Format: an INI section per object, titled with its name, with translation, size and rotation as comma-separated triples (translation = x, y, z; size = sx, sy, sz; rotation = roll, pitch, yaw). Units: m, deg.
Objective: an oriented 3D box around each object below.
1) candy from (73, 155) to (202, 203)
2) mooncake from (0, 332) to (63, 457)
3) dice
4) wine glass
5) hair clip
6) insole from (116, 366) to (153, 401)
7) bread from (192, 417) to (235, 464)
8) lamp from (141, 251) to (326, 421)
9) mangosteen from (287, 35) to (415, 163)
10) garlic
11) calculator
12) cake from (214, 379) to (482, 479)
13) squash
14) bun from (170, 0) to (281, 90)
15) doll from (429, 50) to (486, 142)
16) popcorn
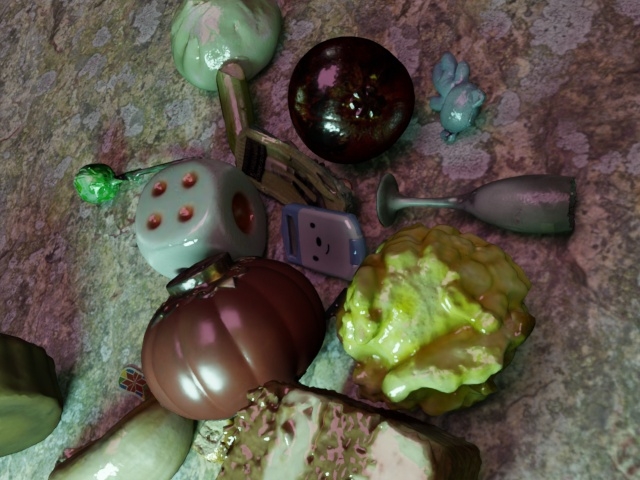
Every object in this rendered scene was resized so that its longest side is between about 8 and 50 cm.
[candy]
translation = -0.424, -0.154, 1.411
size = 0.324, 0.097, 0.097
rotation = -11, 61, 14
[mooncake]
translation = -0.656, 0.307, 1.166
size = 0.291, 0.290, 0.161
rotation = -32, 55, 10
[dice]
translation = -0.226, -0.033, 1.166
size = 0.192, 0.194, 0.193
rotation = -13, 62, 20
[wine glass]
translation = 0.234, 0.017, 0.971
size = 0.310, 0.096, 0.264
rotation = 4, 72, 28
[hair clip]
translation = -0.041, -0.121, 1.179
size = 0.091, 0.138, 0.321
rotation = -21, 44, -37
[insole]
translation = -0.326, 0.289, 1.170
size = 0.194, 0.006, 0.065
rotation = 13, 72, 31
[bread]
translation = -0.162, 0.334, 1.023
size = 0.077, 0.070, 0.083
rotation = 23, 80, 35
[lamp]
translation = -0.138, 0.153, 0.976
size = 0.303, 0.303, 0.256
rotation = -25, 99, 15
[mangosteen]
translation = 0.048, -0.267, 1.145
size = 0.235, 0.235, 0.261
rotation = -45, 20, 1
[garlic]
translation = -0.372, 0.397, 1.081
size = 0.339, 0.151, 0.196
rotation = -35, 21, 13
[calculator]
translation = 0.000, 0.000, 1.076
size = 0.210, 0.039, 0.120
rotation = 15, 114, 43
[cake]
translation = 0.034, 0.341, 0.800
size = 0.291, 0.282, 0.255
rotation = 16, 81, 28
[squash]
translation = -0.180, -0.284, 1.320
size = 0.069, 0.069, 0.238
rotation = -18, 75, 19
[bun]
translation = -0.242, -0.506, 1.419
size = 0.294, 0.187, 0.292
rotation = -10, 64, 22
[doll]
translation = 0.255, -0.271, 1.121
size = 0.120, 0.075, 0.179
rotation = 123, 156, -45
[popcorn]
translation = 0.139, 0.111, 0.808
size = 0.237, 0.293, 0.293
rotation = 38, 86, 6
